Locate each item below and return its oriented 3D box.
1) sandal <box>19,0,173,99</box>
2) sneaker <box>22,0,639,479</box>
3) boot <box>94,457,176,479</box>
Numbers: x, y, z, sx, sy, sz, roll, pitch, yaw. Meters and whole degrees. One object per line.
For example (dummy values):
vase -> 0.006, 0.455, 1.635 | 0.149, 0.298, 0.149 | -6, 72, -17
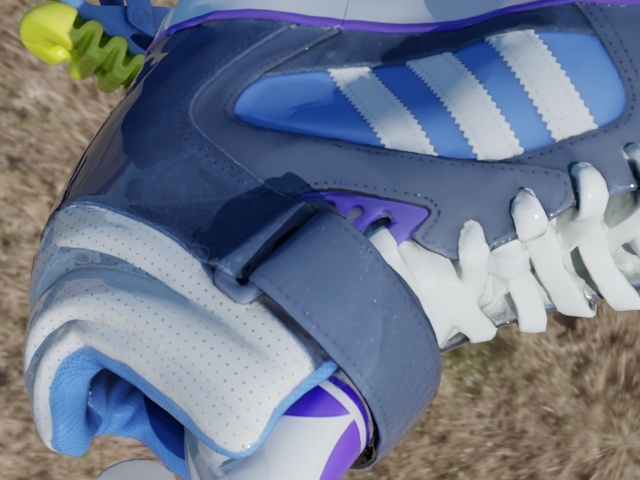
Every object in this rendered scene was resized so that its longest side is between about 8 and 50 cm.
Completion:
sandal -> -0.160, -0.196, 1.570 | 0.317, 0.126, 0.138 | 35, 67, -21
sneaker -> 0.052, 0.019, 0.516 | 0.323, 0.130, 0.236 | 6, 55, 16
boot -> -0.267, 0.353, 1.639 | 0.095, 0.258, 0.123 | 41, 127, 8
